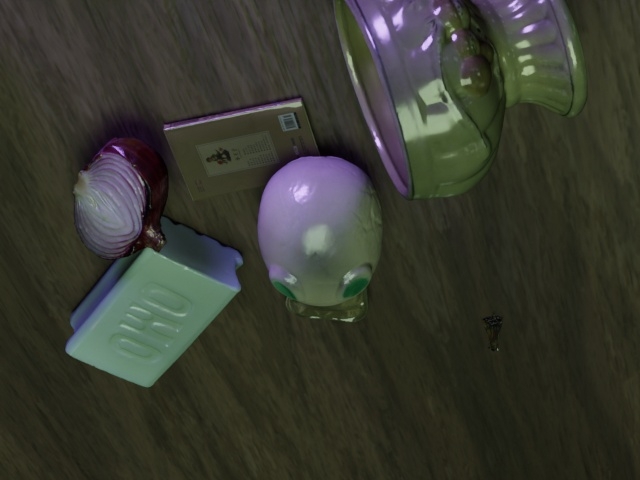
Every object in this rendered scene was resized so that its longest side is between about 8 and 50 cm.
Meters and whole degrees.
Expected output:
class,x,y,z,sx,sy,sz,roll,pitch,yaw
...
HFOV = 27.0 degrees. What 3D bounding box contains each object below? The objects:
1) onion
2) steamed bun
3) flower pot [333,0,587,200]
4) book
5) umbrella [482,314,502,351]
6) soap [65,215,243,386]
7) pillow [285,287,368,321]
class,x,y,z,sx,sy,sz,roll,pitch,yaw
onion,-0.258,-0.059,1.851,0.151,0.098,0.206,37,134,1
steamed bun,0.000,0.000,1.860,0.177,0.130,0.228,1,125,0
flower pot,0.169,-0.217,1.600,0.244,0.307,0.307,-21,132,-4
book,-0.104,-0.125,1.852,0.199,0.016,0.138,-10,133,9
umbrella,0.273,0.147,2.113,0.031,0.020,0.083,-4,138,4
soap,-0.253,0.096,2.009,0.160,0.087,0.265,27,127,-23
pillow,0.015,0.042,1.998,0.130,0.033,0.217,5,131,1
